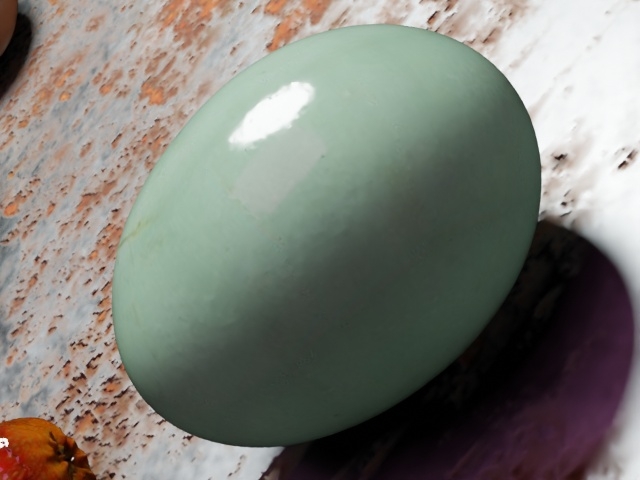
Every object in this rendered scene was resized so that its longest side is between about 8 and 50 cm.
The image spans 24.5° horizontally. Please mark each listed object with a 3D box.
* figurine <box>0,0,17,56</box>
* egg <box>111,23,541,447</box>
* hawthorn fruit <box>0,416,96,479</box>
[{"bbox_3d":[-0.361,-0.298,1.219,0.276,0.248,0.388,-18,41,36],"label":"figurine"},{"bbox_3d":[0.000,0.000,0.694,0.231,0.168,0.168,-44,41,14],"label":"egg"},{"bbox_3d":[-0.169,0.143,0.806,0.093,0.093,0.093,-23,47,28],"label":"hawthorn fruit"}]
